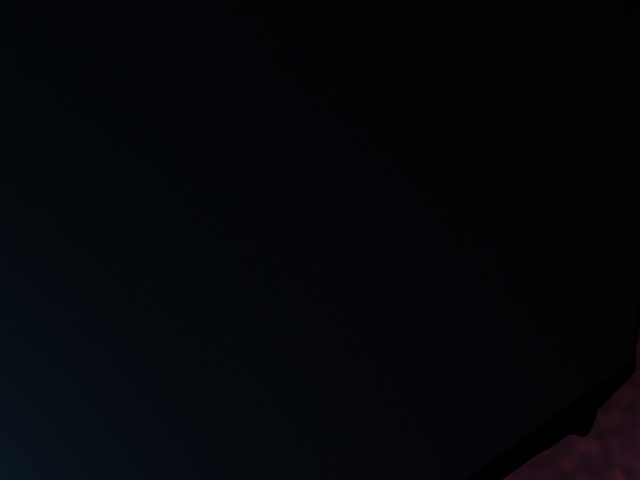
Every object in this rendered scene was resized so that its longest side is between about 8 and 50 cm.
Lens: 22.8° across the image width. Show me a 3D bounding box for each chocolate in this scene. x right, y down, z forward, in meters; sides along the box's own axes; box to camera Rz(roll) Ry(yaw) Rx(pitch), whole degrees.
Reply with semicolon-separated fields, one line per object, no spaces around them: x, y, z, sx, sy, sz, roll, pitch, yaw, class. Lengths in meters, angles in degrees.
0.000;0.000;0.468;0.224;0.206;0.177;53;176;26;chocolate
